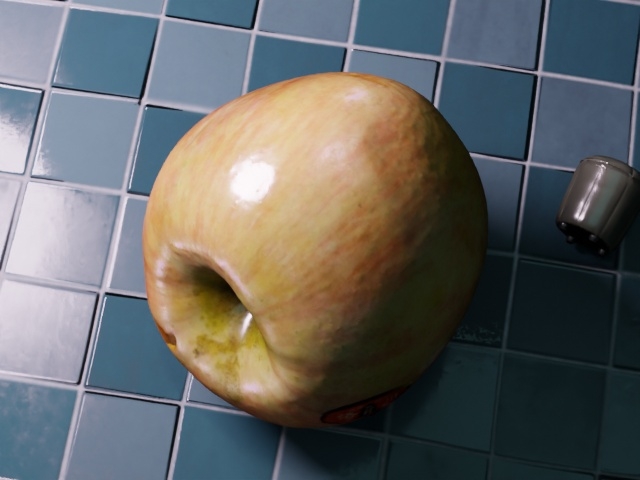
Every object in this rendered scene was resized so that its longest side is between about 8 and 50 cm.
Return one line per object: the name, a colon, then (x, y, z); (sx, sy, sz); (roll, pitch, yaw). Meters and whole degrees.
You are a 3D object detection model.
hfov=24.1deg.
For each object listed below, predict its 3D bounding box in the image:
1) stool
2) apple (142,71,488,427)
stool: (0.345, -0.044, 1.840); (0.096, 0.096, 0.110); (27, 80, 8)
apple: (0.000, 0.000, 1.675); (0.391, 0.391, 0.346); (42, 55, 12)
